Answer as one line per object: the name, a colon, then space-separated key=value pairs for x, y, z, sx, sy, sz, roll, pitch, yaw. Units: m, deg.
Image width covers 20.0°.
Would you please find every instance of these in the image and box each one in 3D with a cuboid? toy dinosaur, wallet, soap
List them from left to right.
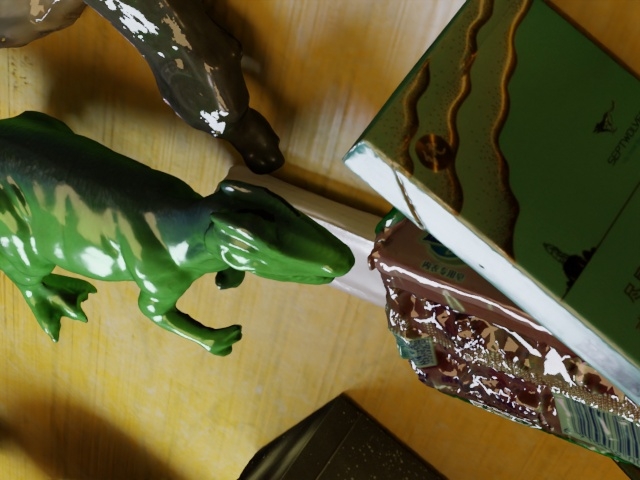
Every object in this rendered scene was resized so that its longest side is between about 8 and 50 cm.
toy dinosaur: x=-0.247 y=-0.064 z=1.371 sx=0.500 sy=0.144 sz=0.374 roll=31 pitch=162 yaw=-13
wallet: x=0.000 y=0.000 z=1.400 sx=0.190 sy=0.033 sz=0.095 roll=22 pitch=146 yaw=24
soap: x=0.175 y=0.071 z=1.246 sx=0.273 sy=0.098 sz=0.218 roll=21 pitch=147 yaw=27

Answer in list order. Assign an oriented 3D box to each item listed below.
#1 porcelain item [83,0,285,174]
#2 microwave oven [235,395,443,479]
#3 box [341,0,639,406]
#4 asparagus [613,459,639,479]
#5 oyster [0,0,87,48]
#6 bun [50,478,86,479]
porcelain item: x=-0.092 y=-0.131 z=1.276 sx=0.081 sy=0.069 sz=0.216 roll=-19 pitch=119 yaw=42
microwave oven: x=-0.014 y=0.421 z=1.604 sx=0.374 sy=0.432 sz=0.236 roll=40 pitch=151 yaw=-4
box: x=0.146 y=-0.034 z=1.063 sx=0.229 sy=0.162 sz=0.041 roll=39 pitch=150 yaw=-3
asparagus: x=0.215 y=0.155 z=1.404 sx=0.163 sy=0.016 sz=0.016 roll=43 pitch=169 yaw=-12
oyster: x=-0.341 y=-0.239 z=1.361 sx=0.351 sy=0.115 sz=0.238 roll=17 pitch=154 yaw=40
bun: x=-0.275 y=0.421 z=2.003 sx=0.348 sy=0.227 sz=0.352 roll=6 pitch=146 yaw=-1
